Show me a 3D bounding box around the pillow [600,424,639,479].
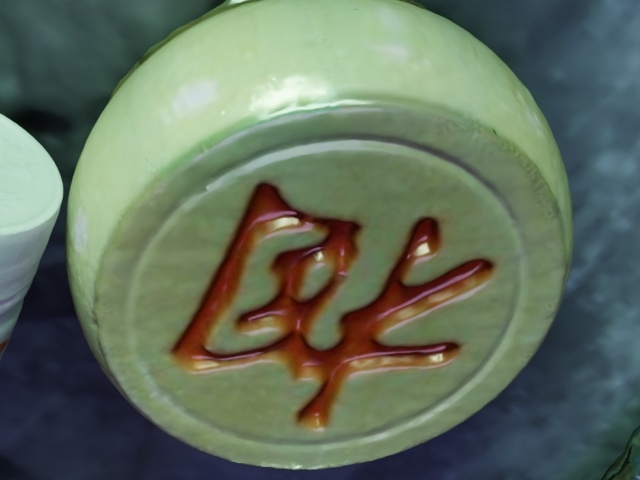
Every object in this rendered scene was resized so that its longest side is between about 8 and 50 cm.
[{"bbox_3d":[0.170,0.142,0.525,0.255,0.034,0.189,16,124,-23],"label":"pillow"}]

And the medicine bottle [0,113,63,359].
[{"bbox_3d":[-0.100,0.015,0.360,0.057,0.057,0.089,16,122,-21],"label":"medicine bottle"}]

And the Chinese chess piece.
[{"bbox_3d":[0.000,0.000,0.372,0.122,0.051,0.122,-5,127,-7],"label":"Chinese chess piece"}]
